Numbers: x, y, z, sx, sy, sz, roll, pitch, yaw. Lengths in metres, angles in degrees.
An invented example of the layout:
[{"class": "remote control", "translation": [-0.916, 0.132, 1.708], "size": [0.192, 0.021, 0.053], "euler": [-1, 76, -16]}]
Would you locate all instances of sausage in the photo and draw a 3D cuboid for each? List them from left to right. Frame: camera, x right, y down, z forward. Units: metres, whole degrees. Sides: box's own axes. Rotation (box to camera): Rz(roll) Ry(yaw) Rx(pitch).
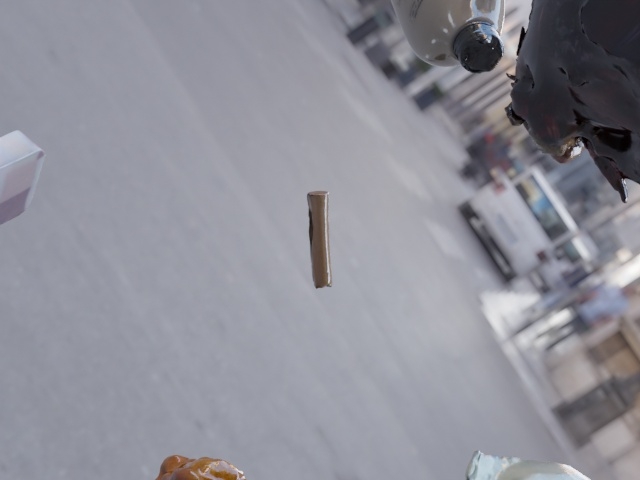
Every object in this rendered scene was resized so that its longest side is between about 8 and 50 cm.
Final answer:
[{"class": "sausage", "translation": [0.000, 0.000, 1.798], "size": [0.026, 0.026, 0.116], "euler": [-96, -177, -72]}]

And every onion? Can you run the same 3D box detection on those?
[{"class": "onion", "translation": [0.274, -0.135, 1.081], "size": [0.281, 0.281, 0.221], "euler": [58, 26, 15]}]

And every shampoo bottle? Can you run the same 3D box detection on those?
[{"class": "shampoo bottle", "translation": [0.116, -0.247, 1.510], "size": [0.078, 0.127, 0.257], "euler": [18, 34, -29]}]

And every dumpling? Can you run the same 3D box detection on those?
[{"class": "dumpling", "translation": [0.215, 0.282, 1.502], "size": [0.155, 0.181, 0.111], "euler": [-75, 177, -50]}]

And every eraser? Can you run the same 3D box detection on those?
[{"class": "eraser", "translation": [-0.234, -0.030, 1.056], "size": [0.026, 0.065, 0.105], "euler": [38, 42, 19]}]

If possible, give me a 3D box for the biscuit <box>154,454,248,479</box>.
[{"class": "biscuit", "translation": [-0.082, 0.388, 2.001], "size": [0.312, 0.110, 0.318], "euler": [34, -23, -7]}]
